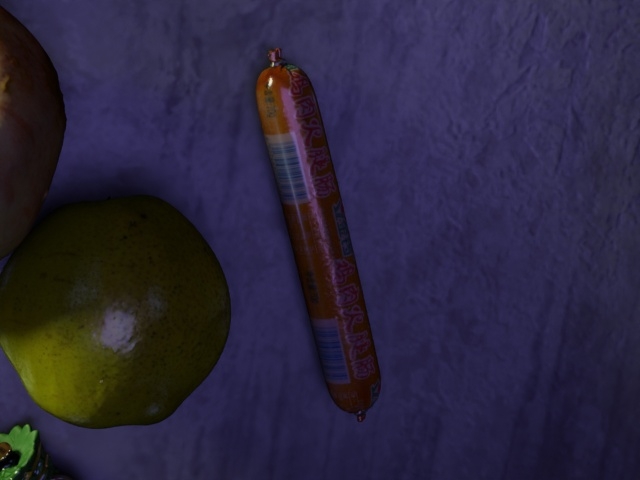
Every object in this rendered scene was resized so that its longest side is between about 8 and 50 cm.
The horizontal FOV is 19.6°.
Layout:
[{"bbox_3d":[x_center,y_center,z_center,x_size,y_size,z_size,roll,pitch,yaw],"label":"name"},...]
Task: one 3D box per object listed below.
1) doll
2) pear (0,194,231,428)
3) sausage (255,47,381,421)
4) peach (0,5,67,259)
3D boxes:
[{"bbox_3d":[-0.253,0.210,1.639,0.078,0.076,0.113,-24,140,21],"label":"doll"},{"bbox_3d":[-0.172,0.060,1.547,0.198,0.198,0.198,-3,104,-10],"label":"pear"},{"bbox_3d":[0.000,0.000,1.629,0.053,0.053,0.347,-16,106,-7],"label":"sausage"},{"bbox_3d":[-0.317,-0.071,1.474,0.232,0.256,0.232,7,63,-13],"label":"peach"}]
